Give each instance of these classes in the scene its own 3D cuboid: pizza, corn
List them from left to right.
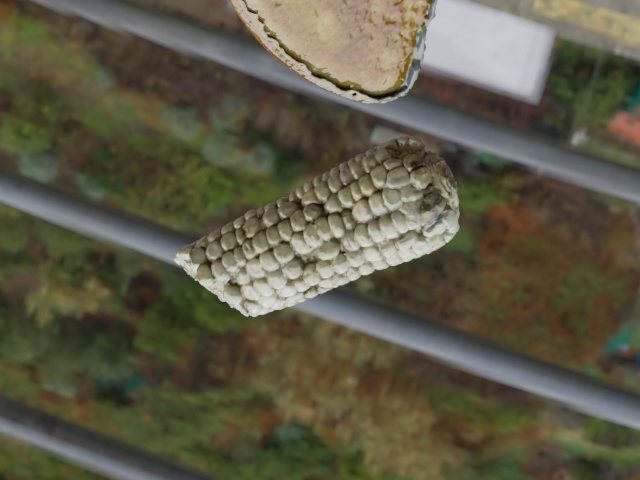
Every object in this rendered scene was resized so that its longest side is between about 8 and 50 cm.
[{"bbox_3d":[0.000,0.000,1.235,0.211,0.087,0.087,-27,145,10],"label":"corn"},{"bbox_3d":[0.020,-0.173,0.947,0.185,0.176,0.036,29,-170,-40],"label":"pizza"}]
